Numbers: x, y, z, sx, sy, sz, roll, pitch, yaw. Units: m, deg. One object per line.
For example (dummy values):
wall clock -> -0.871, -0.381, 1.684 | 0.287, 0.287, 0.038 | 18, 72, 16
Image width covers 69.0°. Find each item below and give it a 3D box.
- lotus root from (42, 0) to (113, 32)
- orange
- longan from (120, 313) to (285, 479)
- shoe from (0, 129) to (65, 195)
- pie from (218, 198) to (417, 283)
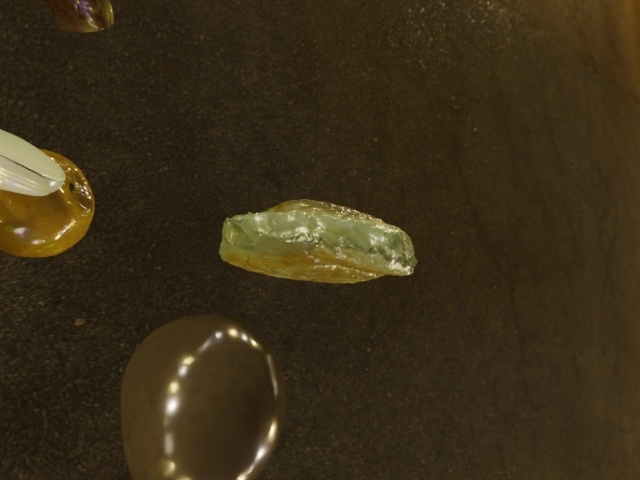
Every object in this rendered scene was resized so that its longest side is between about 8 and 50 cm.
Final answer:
lotus root -> -0.572, -0.566, 1.076 | 0.138, 0.235, 0.119 | -25, 138, -21
orange -> -0.693, -0.096, 1.134 | 0.279, 0.235, 0.279 | 56, 23, -38
longan -> -0.157, 0.217, 0.613 | 0.215, 0.246, 0.246 | 35, 58, -19
shoe -> -0.461, -0.097, 0.562 | 0.264, 0.095, 0.110 | 26, 102, -22
pie -> -0.011, -0.002, 0.972 | 0.394, 0.418, 0.181 | 5, 87, -4
